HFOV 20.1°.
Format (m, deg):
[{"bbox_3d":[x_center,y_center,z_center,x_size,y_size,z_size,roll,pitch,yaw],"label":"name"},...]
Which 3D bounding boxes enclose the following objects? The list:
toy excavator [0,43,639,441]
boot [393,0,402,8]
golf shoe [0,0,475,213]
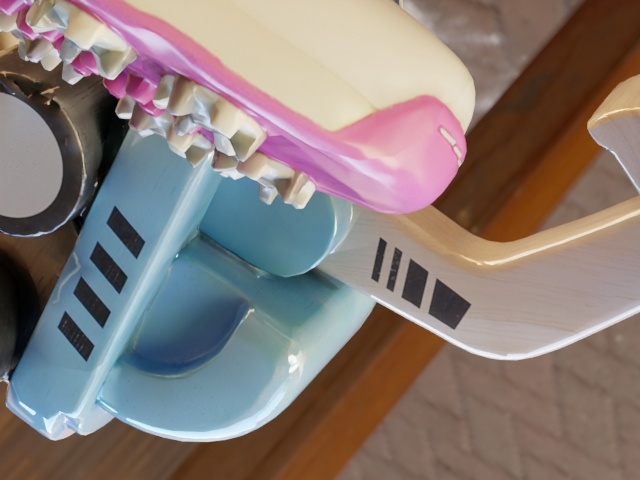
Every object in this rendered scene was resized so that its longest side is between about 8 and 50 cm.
[{"bbox_3d":[0.000,0.000,1.106,0.445,0.222,0.433,34,120,6],"label":"toy excavator"},{"bbox_3d":[0.027,-0.156,1.301,0.086,0.069,0.190,-120,26,-86],"label":"boot"},{"bbox_3d":[-0.071,-0.130,0.438,0.306,0.140,0.115,38,175,10],"label":"golf shoe"}]
